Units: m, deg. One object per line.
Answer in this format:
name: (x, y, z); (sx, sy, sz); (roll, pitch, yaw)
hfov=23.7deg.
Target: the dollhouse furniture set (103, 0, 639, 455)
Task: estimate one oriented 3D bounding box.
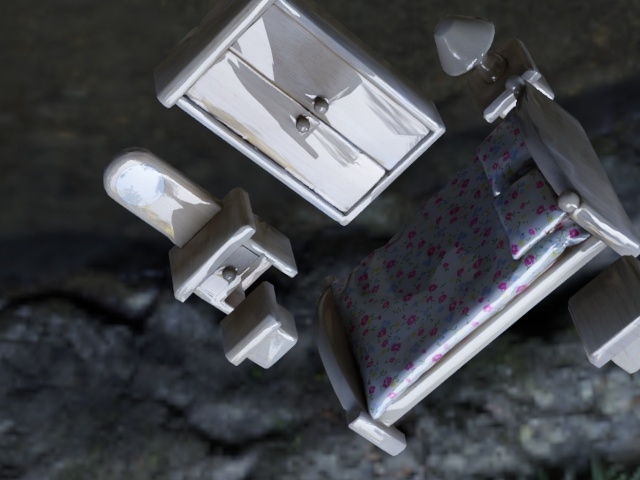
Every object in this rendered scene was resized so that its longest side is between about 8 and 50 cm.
dollhouse furniture set: (0.000, 0.000, 0.922); (0.173, 0.356, 0.303); (35, 112, -29)
